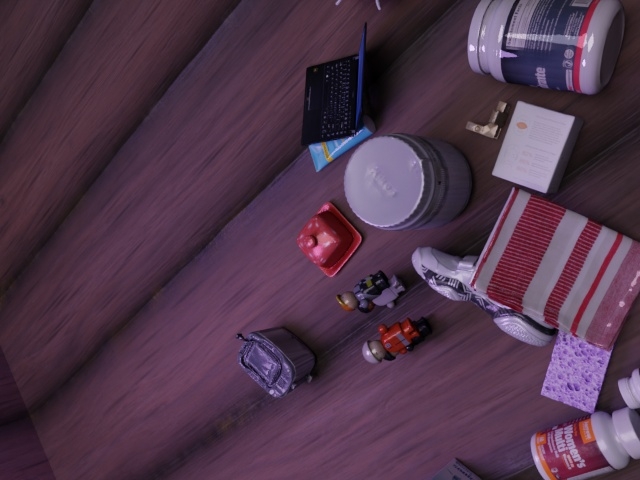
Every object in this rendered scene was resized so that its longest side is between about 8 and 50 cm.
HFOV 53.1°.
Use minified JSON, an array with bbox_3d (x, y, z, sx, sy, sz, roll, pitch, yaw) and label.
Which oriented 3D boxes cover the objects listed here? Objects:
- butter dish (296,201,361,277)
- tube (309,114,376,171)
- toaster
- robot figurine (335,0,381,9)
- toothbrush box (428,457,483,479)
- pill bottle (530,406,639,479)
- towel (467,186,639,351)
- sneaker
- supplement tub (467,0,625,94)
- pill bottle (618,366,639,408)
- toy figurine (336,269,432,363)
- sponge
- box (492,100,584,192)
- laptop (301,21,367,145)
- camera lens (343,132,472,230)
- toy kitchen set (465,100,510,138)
[{"bbox_3d":[0.000,0.000,1.724,0.160,0.118,0.160,49,117,22],"label":"butter dish"},{"bbox_3d":[0.054,-0.264,1.717,0.207,0.052,0.080,-27,67,36],"label":"tube"},{"bbox_3d":[-0.126,0.333,1.813,0.227,0.146,0.129,36,111,26],"label":"toaster"},{"bbox_3d":[0.127,-0.741,1.539,0.300,0.200,0.353,22,105,40],"label":"robot figurine"},{"bbox_3d":[0.258,0.670,1.490,0.126,0.296,0.216,35,112,28],"label":"toothbrush box"},{"bbox_3d":[0.576,0.437,1.366,0.221,0.121,0.121,-33,75,31],"label":"pill bottle"},{"bbox_3d":[0.500,0.060,1.321,0.329,0.037,0.237,24,93,-1],"label":"towel"},{"bbox_3d":[0.399,0.062,1.456,0.366,0.137,0.210,33,109,23],"label":"sneaker"},{"bbox_3d":[0.469,-0.417,1.338,0.272,0.191,0.191,18,103,32],"label":"supplement tub"},{"bbox_3d":[0.693,0.289,1.298,0.152,0.086,0.086,-31,76,32],"label":"pill bottle"},{"bbox_3d":[0.153,0.191,1.577,0.148,0.213,0.209,-36,74,16],"label":"toy figurine"},{"bbox_3d":[0.572,0.262,1.411,0.117,0.031,0.210,18,103,32],"label":"sponge"},{"bbox_3d":[0.477,-0.204,1.407,0.130,0.091,0.170,26,107,30],"label":"box"},{"bbox_3d":[0.031,-0.390,1.636,0.264,0.137,0.234,-5,74,34],"label":"laptop"},{"bbox_3d":[0.208,-0.133,1.481,0.220,0.274,0.219,3,95,34],"label":"camera lens"},{"bbox_3d":[0.382,-0.287,1.479,0.075,0.068,0.083,27,107,30],"label":"toy kitchen set"}]
